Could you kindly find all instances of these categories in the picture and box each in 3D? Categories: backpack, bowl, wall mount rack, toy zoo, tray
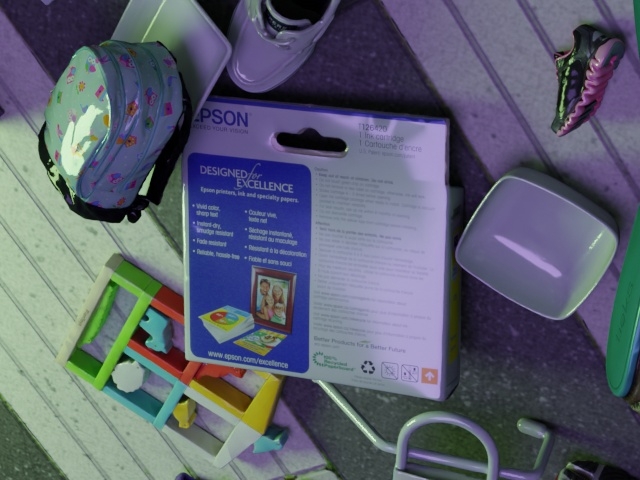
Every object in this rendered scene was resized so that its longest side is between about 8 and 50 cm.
[{"bbox_3d":[-0.211,-0.119,1.614,0.152,0.115,0.182,57,132,21],"label":"backpack"},{"bbox_3d":[0.223,-0.004,1.601,0.142,0.053,0.142,31,130,3],"label":"bowl"},{"bbox_3d":[0.101,0.283,1.821,0.304,0.130,0.350,13,127,13],"label":"wall mount rack"},{"bbox_3d":[-0.163,0.161,1.915,0.293,0.030,0.192,33,130,1],"label":"toy zoo"},{"bbox_3d":[-0.176,-0.158,1.671,0.145,0.030,0.270,52,133,20],"label":"tray"}]

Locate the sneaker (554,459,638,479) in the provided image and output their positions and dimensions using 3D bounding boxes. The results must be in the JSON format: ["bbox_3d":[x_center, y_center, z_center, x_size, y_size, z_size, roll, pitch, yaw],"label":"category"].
[{"bbox_3d":[0.350,0.363,1.771,0.279,0.107,0.118,44,139,-5],"label":"sneaker"}]

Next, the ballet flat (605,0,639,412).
[{"bbox_3d":[0.358,-0.064,1.427,0.182,0.164,0.483,-2,113,0],"label":"ballet flat"}]

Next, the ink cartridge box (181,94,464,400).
[{"bbox_3d":[0.000,0.000,1.686,0.303,0.072,0.307,8,108,21],"label":"ink cartridge box"}]

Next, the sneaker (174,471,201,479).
[{"bbox_3d":[-0.117,0.343,2.000,0.170,0.068,0.071,19,123,13],"label":"sneaker"}]

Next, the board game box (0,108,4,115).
[{"bbox_3d":[-0.511,-0.216,1.700,0.056,0.208,0.347,-27,108,39],"label":"board game box"}]

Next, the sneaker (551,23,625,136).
[{"bbox_3d":[0.240,-0.153,1.501,0.057,0.047,0.119,39,131,21],"label":"sneaker"}]

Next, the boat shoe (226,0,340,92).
[{"bbox_3d":[-0.032,-0.231,1.541,0.095,0.084,0.258,33,130,0],"label":"boat shoe"}]

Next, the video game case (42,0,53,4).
[{"bbox_3d":[-0.294,-0.339,1.633,0.157,0.019,0.143,47,129,-10],"label":"video game case"}]
